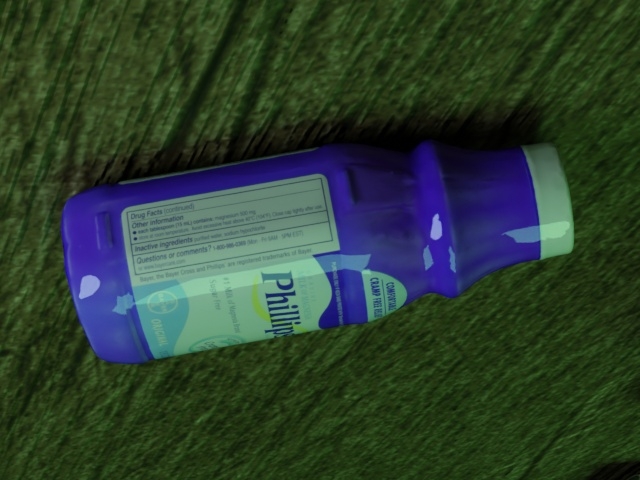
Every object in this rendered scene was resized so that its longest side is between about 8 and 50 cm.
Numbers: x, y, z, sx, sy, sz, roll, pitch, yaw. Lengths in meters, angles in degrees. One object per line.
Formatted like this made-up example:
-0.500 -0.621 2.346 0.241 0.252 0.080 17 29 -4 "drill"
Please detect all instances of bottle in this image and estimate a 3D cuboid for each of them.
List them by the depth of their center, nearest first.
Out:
0.000 0.000 1.019 0.283 0.092 0.118 -10 154 -1 "bottle"

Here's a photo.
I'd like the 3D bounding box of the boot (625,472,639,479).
0.377 0.324 1.805 0.377 0.138 0.284 5 151 -18 "boot"
